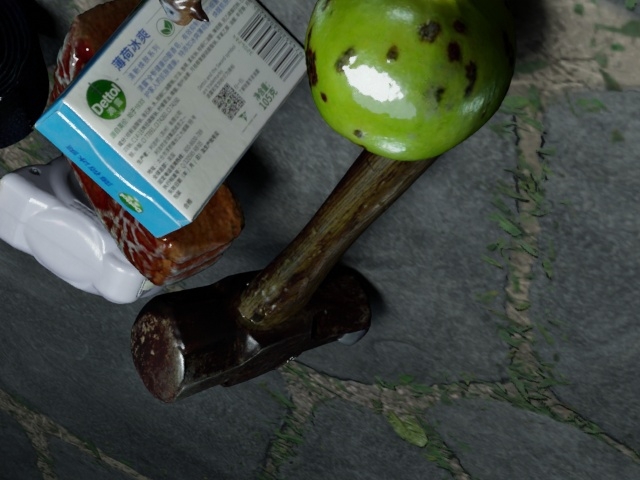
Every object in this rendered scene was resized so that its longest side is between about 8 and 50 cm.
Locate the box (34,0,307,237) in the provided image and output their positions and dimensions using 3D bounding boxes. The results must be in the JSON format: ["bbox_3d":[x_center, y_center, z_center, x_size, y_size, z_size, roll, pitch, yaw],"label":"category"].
[{"bbox_3d":[-0.115,-0.121,1.068,0.139,0.194,0.073,44,151,-16],"label":"box"}]

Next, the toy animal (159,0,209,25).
[{"bbox_3d":[-0.111,-0.257,0.967,0.188,0.089,0.179,52,144,5],"label":"toy animal"}]

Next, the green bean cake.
[{"bbox_3d":[-0.165,-0.080,1.213,0.233,0.097,0.198,60,154,5],"label":"green bean cake"}]

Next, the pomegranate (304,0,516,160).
[{"bbox_3d":[0.059,-0.157,0.890,0.156,0.156,0.220,16,129,31],"label":"pomegranate"}]

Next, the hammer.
[{"bbox_3d":[0.000,0.000,1.182,0.095,0.242,0.409,60,139,20],"label":"hammer"}]

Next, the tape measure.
[{"bbox_3d":[-0.222,-0.027,1.356,0.196,0.178,0.105,28,118,4],"label":"tape measure"}]

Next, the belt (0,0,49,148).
[{"bbox_3d":[-0.344,-0.172,1.259,0.078,0.151,0.198,87,160,-53],"label":"belt"}]
